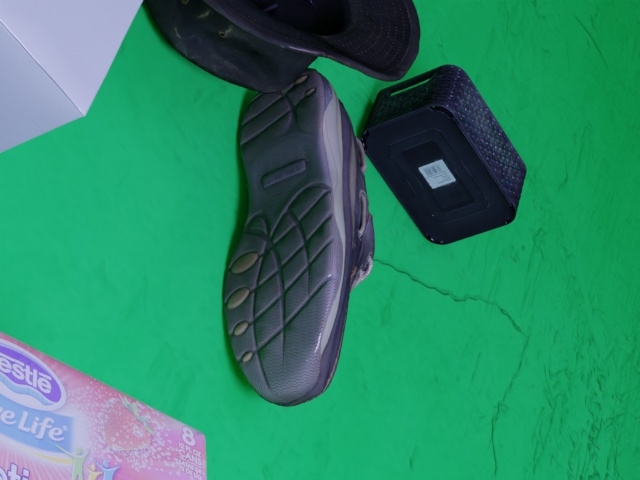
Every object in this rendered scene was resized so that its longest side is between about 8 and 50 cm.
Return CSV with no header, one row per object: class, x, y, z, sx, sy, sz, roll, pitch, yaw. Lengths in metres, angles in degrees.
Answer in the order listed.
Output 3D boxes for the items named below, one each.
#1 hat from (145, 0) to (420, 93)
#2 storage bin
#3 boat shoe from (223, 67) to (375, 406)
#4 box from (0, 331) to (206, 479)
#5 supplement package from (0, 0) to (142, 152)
hat,-0.073,-0.228,1.424,0.331,0.134,0.331,27,32,-19
storage bin,0.142,-0.096,1.717,0.180,0.122,0.084,53,36,-27
boat shoe,0.000,0.000,1.442,0.130,0.132,0.355,36,47,-42
box,-0.222,0.144,0.869,0.300,0.154,0.142,31,34,-31
supplement package,-0.254,-0.166,1.069,0.149,0.203,0.194,50,38,-30
